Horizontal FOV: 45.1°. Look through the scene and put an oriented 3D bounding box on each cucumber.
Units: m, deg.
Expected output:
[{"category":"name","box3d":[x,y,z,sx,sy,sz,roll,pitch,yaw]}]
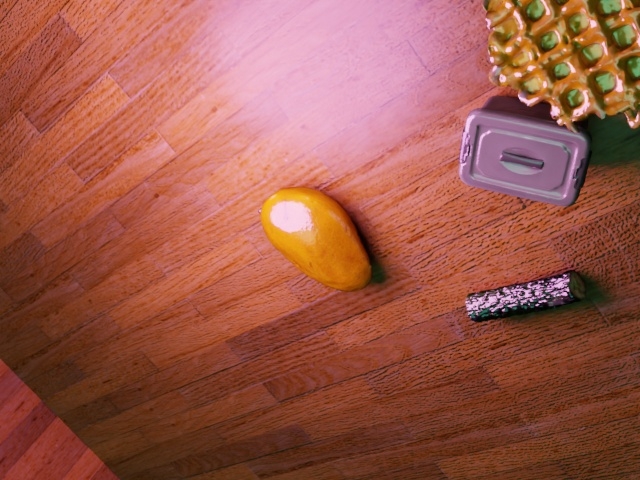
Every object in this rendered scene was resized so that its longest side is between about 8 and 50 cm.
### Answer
[{"category":"cucumber","box3d":[0.329,0.091,1.241,0.187,0.058,0.058,-16,115,33]}]

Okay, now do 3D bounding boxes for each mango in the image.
[{"category":"mango","box3d":[0.000,0.000,1.306,0.227,0.109,0.147,41,130,-7]}]

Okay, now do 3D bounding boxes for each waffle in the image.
[{"category":"waffle","box3d":[0.345,-0.279,0.923,0.329,0.062,0.329,11,117,23]}]

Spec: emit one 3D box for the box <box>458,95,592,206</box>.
[{"category":"box","box3d":[0.287,-0.132,1.068,0.172,0.093,0.124,16,130,17]}]
